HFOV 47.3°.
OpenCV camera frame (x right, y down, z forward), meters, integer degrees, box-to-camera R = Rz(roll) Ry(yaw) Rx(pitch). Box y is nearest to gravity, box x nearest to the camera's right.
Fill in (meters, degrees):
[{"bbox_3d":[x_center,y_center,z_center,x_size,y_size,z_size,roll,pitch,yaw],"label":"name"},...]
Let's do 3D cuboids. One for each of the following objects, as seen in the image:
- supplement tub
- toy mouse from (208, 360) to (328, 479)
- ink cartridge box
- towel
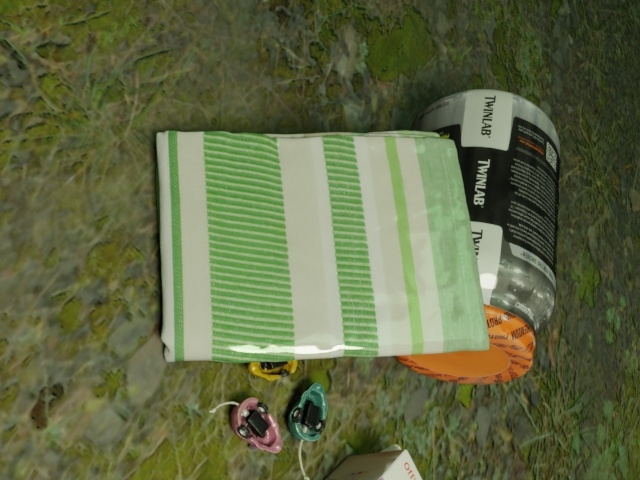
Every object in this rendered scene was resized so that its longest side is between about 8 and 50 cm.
[{"bbox_3d":[0.192,-0.006,0.922,0.207,0.207,0.337,35,52,-30],"label":"supplement tub"},{"bbox_3d":[-0.043,0.177,0.745,0.161,0.031,0.143,-17,86,-46],"label":"toy mouse"},{"bbox_3d":[0.049,0.285,0.749,0.143,0.090,0.092,-30,96,-47],"label":"ink cartridge box"},{"bbox_3d":[0.000,0.000,0.748,0.325,0.038,0.247,-1,72,-13],"label":"towel"}]
